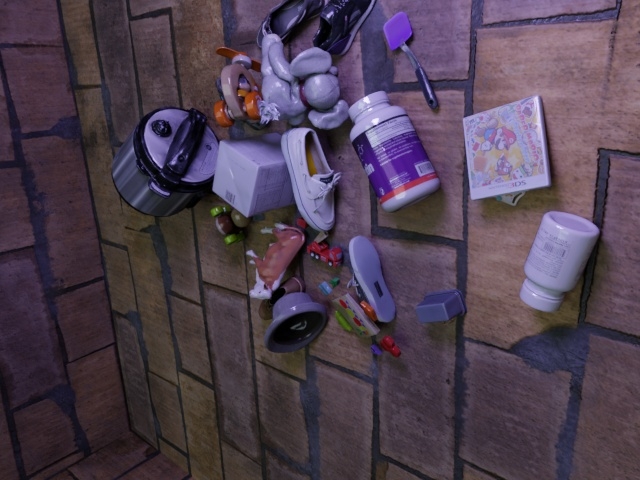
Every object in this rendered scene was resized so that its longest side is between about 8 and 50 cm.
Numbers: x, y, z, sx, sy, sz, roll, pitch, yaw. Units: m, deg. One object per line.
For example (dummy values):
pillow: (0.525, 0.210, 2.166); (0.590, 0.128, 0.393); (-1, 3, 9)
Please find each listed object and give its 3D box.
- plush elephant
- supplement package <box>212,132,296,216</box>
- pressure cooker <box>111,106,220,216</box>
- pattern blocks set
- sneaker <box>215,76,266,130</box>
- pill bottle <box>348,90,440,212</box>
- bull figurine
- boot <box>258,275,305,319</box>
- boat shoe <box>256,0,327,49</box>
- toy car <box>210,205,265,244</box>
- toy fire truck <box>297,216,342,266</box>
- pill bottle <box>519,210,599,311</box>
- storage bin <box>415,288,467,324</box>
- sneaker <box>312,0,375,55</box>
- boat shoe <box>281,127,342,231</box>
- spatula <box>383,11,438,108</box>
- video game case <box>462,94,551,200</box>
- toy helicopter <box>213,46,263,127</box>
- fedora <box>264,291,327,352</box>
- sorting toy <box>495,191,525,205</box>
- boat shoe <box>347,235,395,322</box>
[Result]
plush elephant: (-0.046, -0.477, 1.608); (0.255, 0.330, 0.272); (-6, 131, 10)
supplement package: (-0.202, -0.235, 1.817); (0.199, 0.262, 0.198); (36, 126, 28)
pressure cooker: (-0.602, -0.319, 2.081); (0.420, 0.375, 0.370); (-31, 80, 45)
pattern blocks set: (0.125, 0.262, 1.785); (0.325, 0.026, 0.285); (55, 155, -8)
sneaker: (-0.292, -0.500, 1.948); (0.267, 0.101, 0.106); (50, 153, 17)
pill bottle: (0.202, -0.254, 1.498); (0.181, 0.181, 0.323); (-30, 83, 44)
bull figurine: (-0.182, 0.072, 1.952); (0.188, 0.101, 0.310); (38, 92, 28)
boot: (-0.187, 0.242, 2.073); (0.112, 0.115, 0.305); (55, 134, 11)
boat shoe: (-0.123, -0.723, 1.694); (0.335, 0.095, 0.112); (-17, 93, 44)
toy car: (-0.318, -0.094, 2.097); (0.188, 0.149, 0.155); (-28, 88, 15)
toy fire truck: (0.000, 0.000, 1.851); (0.192, 0.047, 0.135); (26, 129, 34)
pill bottle: (0.582, 0.055, 1.289); (0.131, 0.131, 0.229); (29, 122, 33)
storage bin: (0.359, 0.213, 1.577); (0.135, 0.091, 0.098); (-15, 94, 45)
sneaker: (0.068, -0.673, 1.517); (0.107, 0.124, 0.283); (43, 129, 23)
boat shoe: (0.000, -0.198, 1.710); (0.156, 0.135, 0.367); (3, 117, 46)
spatula: (0.262, -0.503, 1.462); (0.084, 0.030, 0.297); (-30, 83, 42)
video game case: (0.471, -0.231, 1.329); (0.206, 0.026, 0.227); (-10, 82, 44)
toy helicopter: (-0.227, -0.502, 1.696); (0.140, 0.355, 0.235); (-9, 100, 21)
fedora: (-0.104, 0.292, 1.957); (0.276, 0.243, 0.124); (-63, 39, 38)
sorting toy: (0.497, -0.129, 1.376); (0.075, 0.045, 0.083); (33, 127, 7)
boat shoe: (0.151, 0.131, 1.730); (0.104, 0.113, 0.306); (-7, 115, 50)
